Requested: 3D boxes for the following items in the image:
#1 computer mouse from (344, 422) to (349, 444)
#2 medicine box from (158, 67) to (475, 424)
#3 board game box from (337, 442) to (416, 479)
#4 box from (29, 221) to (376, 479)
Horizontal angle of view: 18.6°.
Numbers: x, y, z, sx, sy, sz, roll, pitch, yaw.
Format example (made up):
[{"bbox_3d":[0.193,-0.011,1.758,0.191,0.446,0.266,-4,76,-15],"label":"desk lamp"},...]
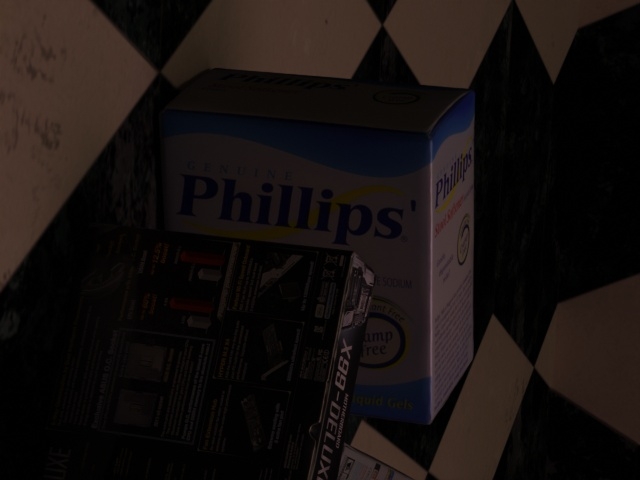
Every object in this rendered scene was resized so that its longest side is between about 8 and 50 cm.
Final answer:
[{"bbox_3d":[-0.024,0.226,2.134,0.272,0.072,0.188,-3,99,-71],"label":"computer mouse"},{"bbox_3d":[0.000,0.000,1.826,0.149,0.264,0.289,-49,142,-60],"label":"medicine box"},{"bbox_3d":[-0.011,0.316,2.031,0.224,0.098,0.303,-64,157,-6],"label":"board game box"},{"bbox_3d":[-0.103,0.149,1.608,0.076,0.243,0.307,46,52,-66],"label":"box"}]
